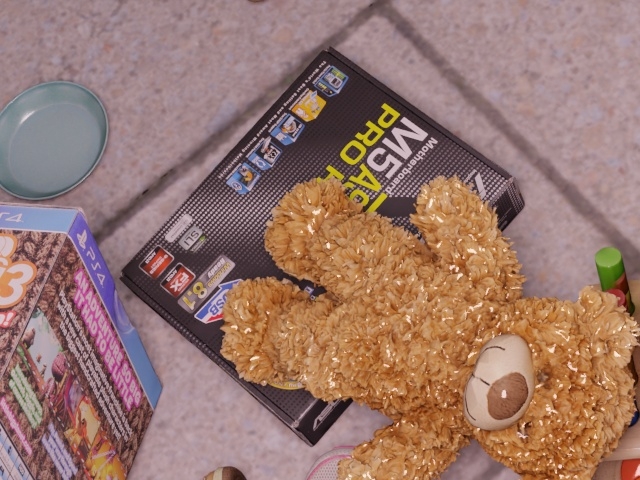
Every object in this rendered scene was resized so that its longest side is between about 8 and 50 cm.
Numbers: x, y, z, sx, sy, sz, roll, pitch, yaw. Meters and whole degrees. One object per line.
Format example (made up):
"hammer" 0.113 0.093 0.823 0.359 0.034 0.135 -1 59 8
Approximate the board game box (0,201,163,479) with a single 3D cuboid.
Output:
"board game box" -0.256 0.152 1.311 0.141 0.232 0.291 4 50 19

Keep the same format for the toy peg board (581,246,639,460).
"toy peg board" 0.271 0.070 1.286 0.161 0.079 0.160 -7 47 15

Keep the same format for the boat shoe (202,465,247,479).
"boat shoe" -0.089 0.270 1.346 0.072 0.068 0.190 -13 64 25

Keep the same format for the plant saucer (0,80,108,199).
"plant saucer" -0.244 -0.087 1.573 0.119 0.021 0.119 -6 66 15

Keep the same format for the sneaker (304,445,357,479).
"sneaker" 0.020 0.268 1.283 0.103 0.111 0.252 -8 65 14

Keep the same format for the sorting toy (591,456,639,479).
"sorting toy" 0.347 0.199 1.252 0.307 0.041 0.229 -9 65 14

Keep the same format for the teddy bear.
"teddy bear" 0.065 0.069 1.276 0.245 0.113 0.338 -45 55 0

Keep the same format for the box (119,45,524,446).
"box" 0.000 0.000 1.437 0.216 0.060 0.270 39 83 28
